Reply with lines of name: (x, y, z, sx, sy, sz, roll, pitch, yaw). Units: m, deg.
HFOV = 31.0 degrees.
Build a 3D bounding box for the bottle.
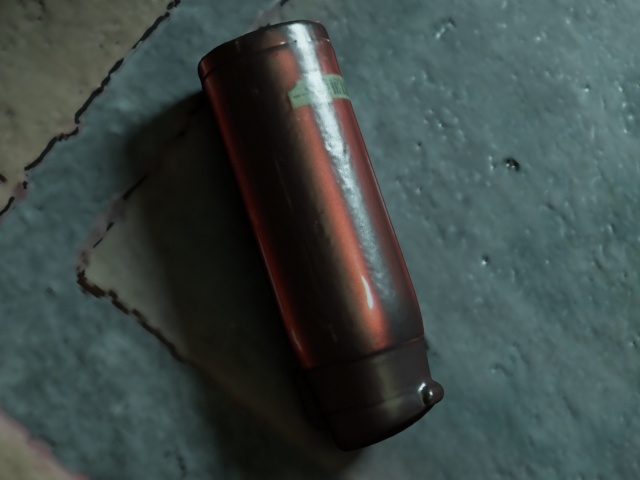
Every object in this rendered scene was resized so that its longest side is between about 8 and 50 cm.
bottle: (0.000, 0.000, 0.457, 0.060, 0.060, 0.164, -15, 82, -26)
